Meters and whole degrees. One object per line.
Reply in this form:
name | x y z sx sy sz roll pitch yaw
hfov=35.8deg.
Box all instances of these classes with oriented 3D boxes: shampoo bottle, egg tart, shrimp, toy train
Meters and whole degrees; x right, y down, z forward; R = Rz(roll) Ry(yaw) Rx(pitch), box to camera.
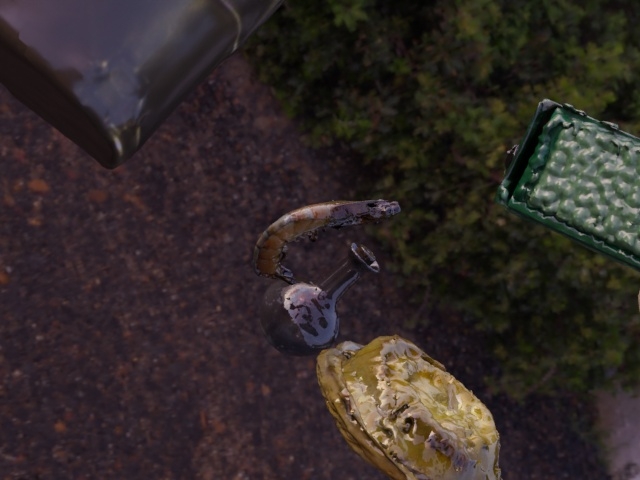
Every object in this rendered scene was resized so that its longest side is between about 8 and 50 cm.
shampoo bottle | 0.015 -0.178 0.353 0.084 0.125 0.350 40 80 -7
egg tart | 0.115 0.201 1.133 0.279 0.095 0.279 34 14 -10
shrimp | 0.001 0.003 1.240 0.195 0.147 0.035 -11 54 -28
toy train | 0.282 -0.031 0.855 0.115 0.269 0.154 -64 161 4

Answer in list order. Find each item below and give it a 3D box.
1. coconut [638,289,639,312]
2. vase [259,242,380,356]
coconut | 0.532 0.092 1.257 0.238 0.266 0.237 2 68 -5
vase | 0.002 0.076 1.356 0.120 0.183 0.120 41 16 -15
